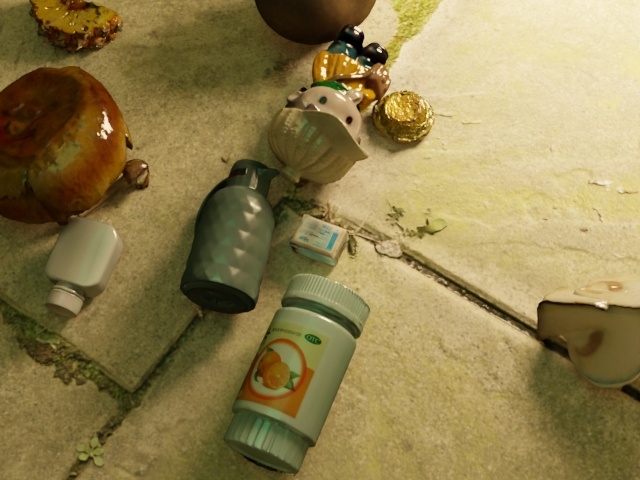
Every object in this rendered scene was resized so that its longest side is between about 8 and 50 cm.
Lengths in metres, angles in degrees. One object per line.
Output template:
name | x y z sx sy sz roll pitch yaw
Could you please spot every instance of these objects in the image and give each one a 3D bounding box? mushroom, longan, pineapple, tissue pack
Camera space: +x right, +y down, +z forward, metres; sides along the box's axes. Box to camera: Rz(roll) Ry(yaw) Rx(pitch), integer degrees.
mushroom | -0.415 -0.092 1.898 0.187 0.060 0.061 -39 79 -6
longan | -0.009 -0.524 1.958 0.258 0.258 0.258 -2 65 4
mushroom | 0.519 0.156 1.671 0.236 0.173 0.162 2 104 45
pineapple | -0.556 -0.473 2.075 0.233 0.079 0.135 25 71 16
tissue pack | 0.000 0.000 1.813 0.094 0.059 0.074 22 70 15

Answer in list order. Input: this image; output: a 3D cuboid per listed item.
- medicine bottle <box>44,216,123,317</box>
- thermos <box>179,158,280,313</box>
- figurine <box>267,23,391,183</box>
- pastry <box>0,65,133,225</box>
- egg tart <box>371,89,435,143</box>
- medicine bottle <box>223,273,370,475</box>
medicine bottle | -0.459 0.052 1.822 0.119 0.069 0.183 14 66 11
thermos | -0.170 -0.013 1.799 0.182 0.145 0.286 -10 56 38
figurine | 0.018 -0.255 1.884 0.185 0.204 0.332 32 46 -14
pastry | -0.533 -0.188 1.877 0.356 0.164 0.356 -10 58 16
egg tart | 0.167 -0.253 1.923 0.130 0.052 0.130 -1 65 1
medicine bottle | -0.042 0.231 1.652 0.158 0.158 0.318 18 67 13
